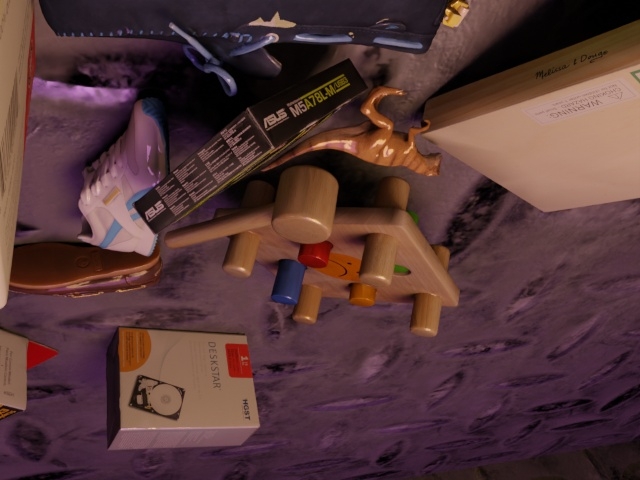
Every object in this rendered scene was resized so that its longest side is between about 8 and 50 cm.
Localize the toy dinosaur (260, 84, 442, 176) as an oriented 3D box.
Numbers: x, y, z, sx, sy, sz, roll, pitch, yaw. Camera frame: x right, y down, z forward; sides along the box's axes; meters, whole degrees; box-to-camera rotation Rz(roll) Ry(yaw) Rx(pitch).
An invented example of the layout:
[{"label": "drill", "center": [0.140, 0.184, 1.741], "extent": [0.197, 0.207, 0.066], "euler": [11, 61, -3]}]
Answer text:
[{"label": "toy dinosaur", "center": [0.052, -0.111, 0.656], "extent": [0.211, 0.064, 0.112], "euler": [6, 105, -18]}]

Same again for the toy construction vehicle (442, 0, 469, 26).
[{"label": "toy construction vehicle", "center": [0.117, -0.241, 0.589], "extent": [0.098, 0.035, 0.086], "euler": [9, 140, -30]}]

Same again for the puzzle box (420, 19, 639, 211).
[{"label": "puzzle box", "center": [0.348, -0.125, 0.641], "extent": [0.272, 0.052, 0.409], "euler": [24, 160, -35]}]

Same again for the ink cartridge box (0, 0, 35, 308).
[{"label": "ink cartridge box", "center": [-0.256, -0.176, 0.338], "extent": [0.160, 0.279, 0.385], "euler": [4, 141, -22]}]

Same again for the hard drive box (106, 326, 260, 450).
[{"label": "hard drive box", "center": [-0.237, 0.251, 1.036], "extent": [0.232, 0.181, 0.089], "euler": [8, 139, -30]}]

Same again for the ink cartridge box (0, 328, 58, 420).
[{"label": "ink cartridge box", "center": [-0.615, 0.241, 0.934], "extent": [0.309, 0.130, 0.272], "euler": [-26, 145, 16]}]

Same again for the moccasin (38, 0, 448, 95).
[{"label": "moccasin", "center": [-0.049, -0.183, 0.506], "extent": [0.342, 0.138, 0.117], "euler": [-5, 128, -6]}]

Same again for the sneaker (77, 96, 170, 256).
[{"label": "sneaker", "center": [-0.219, -0.063, 0.681], "extent": [0.092, 0.087, 0.229], "euler": [8, 138, -21]}]

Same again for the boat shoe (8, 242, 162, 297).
[{"label": "boat shoe", "center": [-0.316, 0.046, 0.810], "extent": [0.207, 0.073, 0.073], "euler": [-2, 142, -16]}]

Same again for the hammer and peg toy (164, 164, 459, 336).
[{"label": "hammer and peg toy", "center": [0.000, 0.000, 0.743], "extent": [0.266, 0.127, 0.361], "euler": [1, 155, 29]}]

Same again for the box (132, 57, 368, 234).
[{"label": "box", "center": [-0.067, -0.094, 0.597], "extent": [0.190, 0.045, 0.184], "euler": [-28, -172, 41]}]
